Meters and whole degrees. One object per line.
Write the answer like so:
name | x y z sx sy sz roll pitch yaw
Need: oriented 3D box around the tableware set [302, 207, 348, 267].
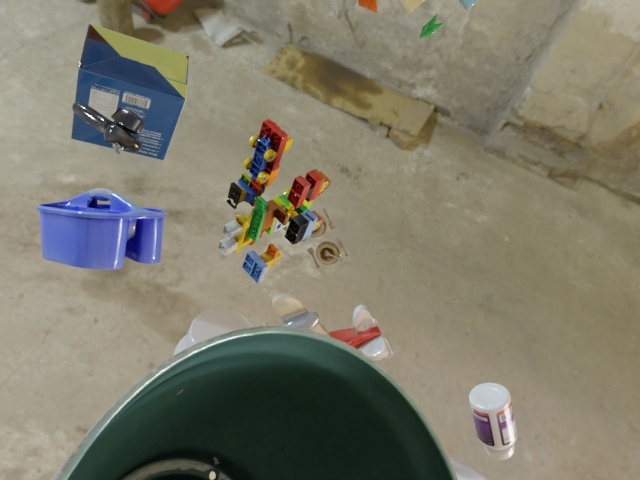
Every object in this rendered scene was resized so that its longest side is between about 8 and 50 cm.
tableware set | 0.000 0.000 1.629 0.194 0.128 0.039 63 19 -12

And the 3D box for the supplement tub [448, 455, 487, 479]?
supplement tub | 0.295 0.757 1.258 0.240 0.241 0.332 9 94 -8

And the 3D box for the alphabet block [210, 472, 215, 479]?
alphabet block | -0.165 0.450 0.906 0.197 0.193 0.193 -19 53 -25

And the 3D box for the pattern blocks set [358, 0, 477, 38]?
pattern blocks set | 0.196 -0.612 1.056 0.285 0.026 0.325 -28 102 8

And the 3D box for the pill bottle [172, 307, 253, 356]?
pill bottle | -0.305 0.367 1.312 0.210 0.363 0.210 19 34 -13

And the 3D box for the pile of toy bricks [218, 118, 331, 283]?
pile of toy bricks | -0.040 -0.044 0.597 0.118 0.212 0.105 44 47 17

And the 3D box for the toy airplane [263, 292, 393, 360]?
toy airplane | 0.010 0.341 1.319 0.385 0.385 0.273 21 37 0

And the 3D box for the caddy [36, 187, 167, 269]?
caddy | -0.544 -0.040 1.217 0.340 0.180 0.241 8 9 31

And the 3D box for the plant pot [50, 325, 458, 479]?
plant pot | -0.062 0.225 0.320 0.292 0.196 0.293 20 55 -32

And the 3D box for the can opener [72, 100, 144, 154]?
can opener | -0.387 -0.209 0.890 0.186 0.059 0.073 26 73 30

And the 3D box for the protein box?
protein box | -0.403 -0.303 1.033 0.199 0.201 0.136 10 56 -26

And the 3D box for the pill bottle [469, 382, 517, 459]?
pill bottle | 0.477 0.499 1.337 0.107 0.194 0.108 -15 20 5
